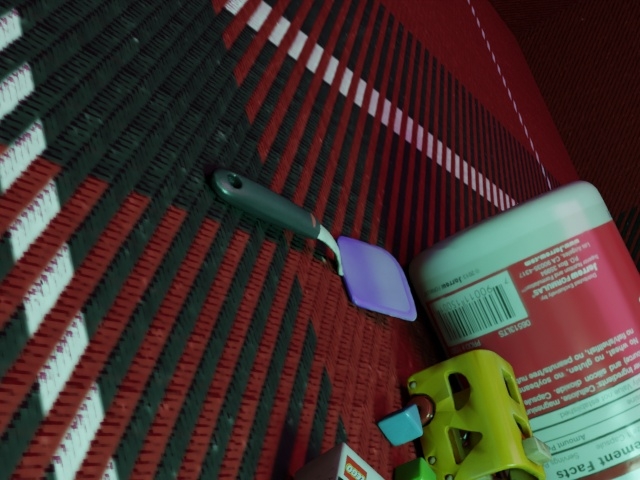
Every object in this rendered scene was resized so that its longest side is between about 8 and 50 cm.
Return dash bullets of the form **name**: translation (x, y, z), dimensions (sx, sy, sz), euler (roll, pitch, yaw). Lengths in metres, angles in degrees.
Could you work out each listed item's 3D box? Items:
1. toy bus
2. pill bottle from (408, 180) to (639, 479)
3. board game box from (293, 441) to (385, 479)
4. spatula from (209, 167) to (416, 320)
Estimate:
- **toy bus**: translation (0.154, 0.201, 0.819), dimensions (0.202, 0.104, 0.191), euler (59, 22, -9)
- **pill bottle**: translation (0.276, 0.161, 0.974), dimensions (0.408, 0.229, 0.229), euler (66, 22, 6)
- **board game box**: translation (0.089, 0.292, 0.559), dimensions (0.305, 0.053, 0.193), euler (44, 26, -15)
- **spatula**: translation (0.000, 0.000, 0.799), dimensions (0.296, 0.030, 0.084), euler (34, 35, -50)
